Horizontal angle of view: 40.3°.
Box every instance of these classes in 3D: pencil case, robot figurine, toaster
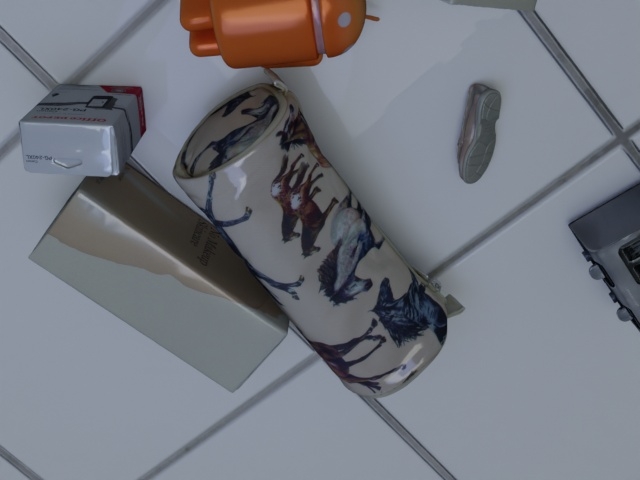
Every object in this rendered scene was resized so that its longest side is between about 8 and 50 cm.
[{"bbox_3d":[0.000,0.000,1.060,0.183,0.160,0.410,-43,117,-9],"label":"pencil case"},{"bbox_3d":[-0.044,-0.262,0.974,0.219,0.128,0.158,-6,111,4],"label":"robot figurine"},{"bbox_3d":[0.437,0.015,1.102,0.185,0.110,0.168,-32,112,16],"label":"toaster"}]

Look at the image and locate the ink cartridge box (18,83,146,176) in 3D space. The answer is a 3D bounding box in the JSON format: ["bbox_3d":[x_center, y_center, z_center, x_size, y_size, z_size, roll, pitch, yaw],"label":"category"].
[{"bbox_3d":[-0.277,-0.134,1.033,0.109,0.150,0.063,2,116,1],"label":"ink cartridge box"}]

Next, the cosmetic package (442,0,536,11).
[{"bbox_3d":[0.170,-0.392,0.867,0.153,0.129,0.296,-11,124,-41],"label":"cosmetic package"}]

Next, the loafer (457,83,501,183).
[{"bbox_3d":[0.193,-0.133,1.084,0.045,0.039,0.125,-10,124,-30],"label":"loafer"}]

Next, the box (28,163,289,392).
[{"bbox_3d":[-0.193,0.040,1.120,0.311,0.148,0.121,36,111,-16],"label":"box"}]
